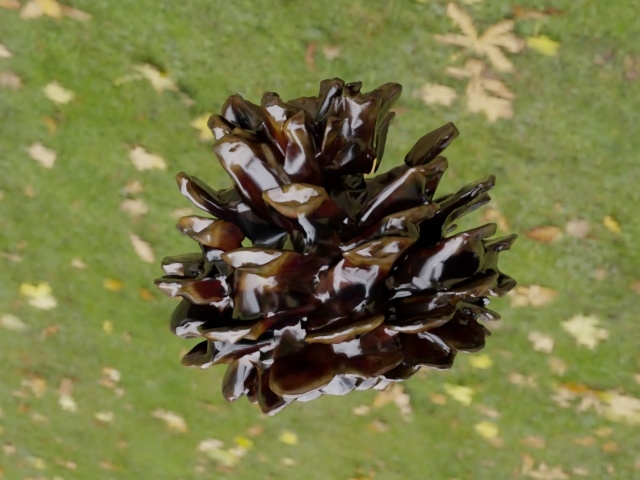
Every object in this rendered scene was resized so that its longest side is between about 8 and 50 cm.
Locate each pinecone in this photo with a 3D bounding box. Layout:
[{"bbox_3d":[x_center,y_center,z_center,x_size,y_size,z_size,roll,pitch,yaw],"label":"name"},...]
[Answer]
[{"bbox_3d":[0.002,0.000,0.494,0.140,0.121,0.140,-9,-176,1],"label":"pinecone"}]
